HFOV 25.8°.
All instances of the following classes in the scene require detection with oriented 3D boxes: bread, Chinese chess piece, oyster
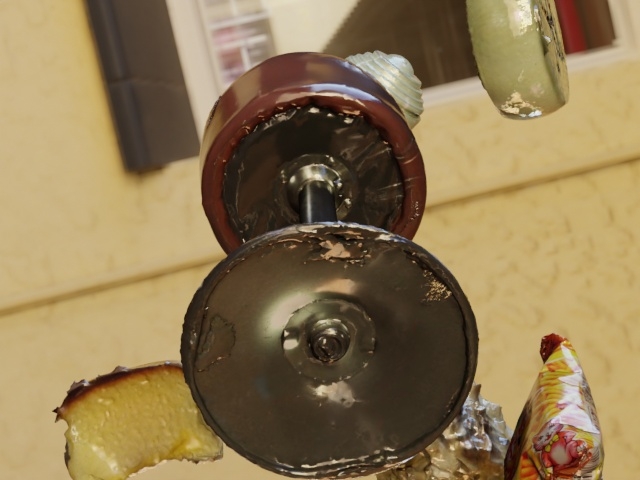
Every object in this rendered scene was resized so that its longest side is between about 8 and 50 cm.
[{"bbox_3d":[-0.195,0.200,1.489,0.169,0.160,0.140,146,-73,-73],"label":"bread"},{"bbox_3d":[0.213,-0.222,1.492,0.188,0.083,0.188,-12,90,-72],"label":"Chinese chess piece"},{"bbox_3d":[0.198,0.336,2.089,0.351,0.238,0.115,49,-8,-10],"label":"oyster"}]

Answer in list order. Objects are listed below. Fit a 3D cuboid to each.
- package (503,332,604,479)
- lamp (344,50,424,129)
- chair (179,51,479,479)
[{"bbox_3d":[0.303,0.284,1.824,0.288,0.108,0.223,-76,-176,-63],"label":"package"},{"bbox_3d":[0.032,-0.117,1.492,0.193,0.106,0.106,-52,-147,17],"label":"lamp"},{"bbox_3d":[0.000,0.000,1.209,0.401,0.226,0.226,-95,176,-63],"label":"chair"}]
